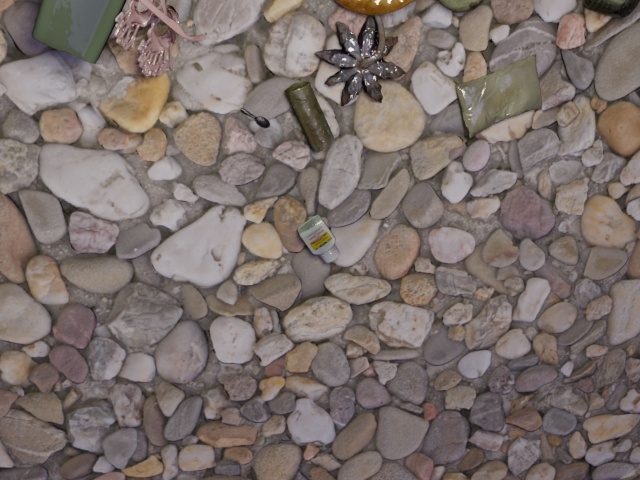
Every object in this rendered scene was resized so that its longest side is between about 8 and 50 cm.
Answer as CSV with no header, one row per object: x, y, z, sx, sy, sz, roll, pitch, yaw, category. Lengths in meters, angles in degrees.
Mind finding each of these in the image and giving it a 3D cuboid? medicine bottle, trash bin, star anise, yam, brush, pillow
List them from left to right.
-0.449,-0.553,1.414,0.158,0.223,0.343,19,107,-20,trash bin
-0.159,-0.300,1.700,0.083,0.008,0.024,29,106,-22,brush
-0.025,-0.304,1.699,0.068,0.068,0.169,-26,114,-2,yam
0.000,0.000,1.834,0.074,0.055,0.118,-34,116,0,medicine bottle
0.103,-0.441,1.667,0.230,0.081,0.262,13,111,-7,star anise
0.464,-0.372,1.797,0.229,0.050,0.148,-23,120,-6,pillow

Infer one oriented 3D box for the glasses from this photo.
-0.346,-0.438,1.493,0.095,0.255,0.162,32,85,18,glasses

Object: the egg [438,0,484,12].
0.321,-0.620,1.611,0.141,0.141,0.182,-31,116,0,egg

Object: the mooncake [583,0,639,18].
0.722,-0.662,1.635,0.136,0.254,0.250,24,104,13,mooncake

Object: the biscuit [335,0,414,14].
0.091,-0.633,1.575,0.309,0.040,0.204,40,115,-11,biscuit
